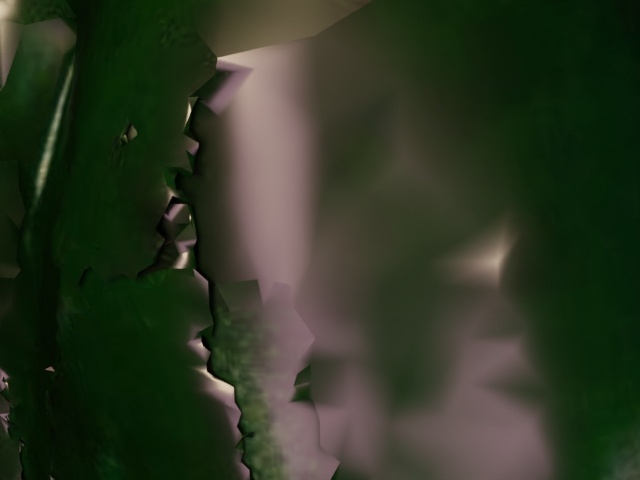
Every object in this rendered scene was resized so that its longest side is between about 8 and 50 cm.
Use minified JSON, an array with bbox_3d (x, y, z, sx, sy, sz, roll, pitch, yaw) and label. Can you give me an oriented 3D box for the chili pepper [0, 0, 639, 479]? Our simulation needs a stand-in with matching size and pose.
[{"bbox_3d":[0.000,0.000,0.445,0.233,0.248,0.256,-3,115,19],"label":"chili pepper"}]
